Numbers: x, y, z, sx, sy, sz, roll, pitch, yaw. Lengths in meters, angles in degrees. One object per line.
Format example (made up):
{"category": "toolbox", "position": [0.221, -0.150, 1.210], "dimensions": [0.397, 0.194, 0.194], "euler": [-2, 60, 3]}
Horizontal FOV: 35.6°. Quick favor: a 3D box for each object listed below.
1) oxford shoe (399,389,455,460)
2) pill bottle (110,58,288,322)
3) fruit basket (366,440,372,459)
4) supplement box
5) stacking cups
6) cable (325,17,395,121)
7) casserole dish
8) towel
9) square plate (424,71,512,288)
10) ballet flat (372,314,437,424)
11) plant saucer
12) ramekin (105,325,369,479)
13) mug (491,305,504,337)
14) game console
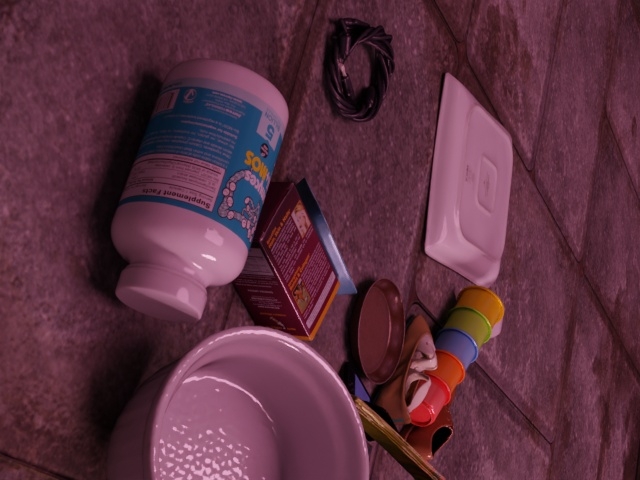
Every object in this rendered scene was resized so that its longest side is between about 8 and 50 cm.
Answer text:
{"category": "oxford shoe", "position": [0.206, 0.319, 1.755], "dimensions": [0.212, 0.076, 0.076], "euler": [-52, 133, -49]}
{"category": "pill bottle", "position": [-0.133, -0.050, 1.064], "dimensions": [0.146, 0.146, 0.264], "euler": [46, 53, -51]}
{"category": "fruit basket", "position": [-0.002, 0.366, 1.304], "dimensions": [0.327, 0.165, 0.353], "euler": [56, 41, -45]}
{"category": "supplement box", "position": [-0.055, 0.027, 1.270], "dimensions": [0.104, 0.080, 0.188], "euler": [-62, 142, -37]}
{"category": "stacking cups", "position": [0.240, 0.210, 1.785], "dimensions": [0.316, 0.096, 0.096], "euler": [-53, 135, -46]}
{"category": "cable", "position": [0.069, -0.253, 1.511], "dimensions": [0.184, 0.047, 0.151], "euler": [3, 89, -61]}
{"category": "casserole dish", "position": [0.000, 0.000, 1.367], "dimensions": [0.114, 0.037, 0.188], "euler": [-116, -178, -51]}
{"category": "towel", "position": [0.102, 0.300, 1.460], "dimensions": [0.237, 0.102, 0.021], "euler": [46, 70, -20]}
{"category": "square plate", "position": [0.301, -0.104, 1.928], "dimensions": [0.344, 0.049, 0.347], "euler": [27, 67, -58]}
{"category": "ballet flat", "position": [0.158, 0.219, 1.664], "dimensions": [0.232, 0.073, 0.080], "euler": [-61, 142, -39]}
{"category": "plant saucer", "position": [0.088, 0.143, 1.582], "dimensions": [0.168, 0.029, 0.169], "euler": [-5, 96, -61]}
{"category": "ramekin", "position": [-0.093, 0.241, 1.073], "dimensions": [0.277, 0.135, 0.277], "euler": [16, 63, -35]}
{"category": "mug", "position": [0.342, 0.157, 2.004], "dimensions": [0.078, 0.062, 0.064], "euler": [-43, 135, -44]}
{"category": "game console", "position": [0.085, 0.253, 1.513], "dimensions": [0.107, 0.071, 0.122], "euler": [-86, 157, -45]}
